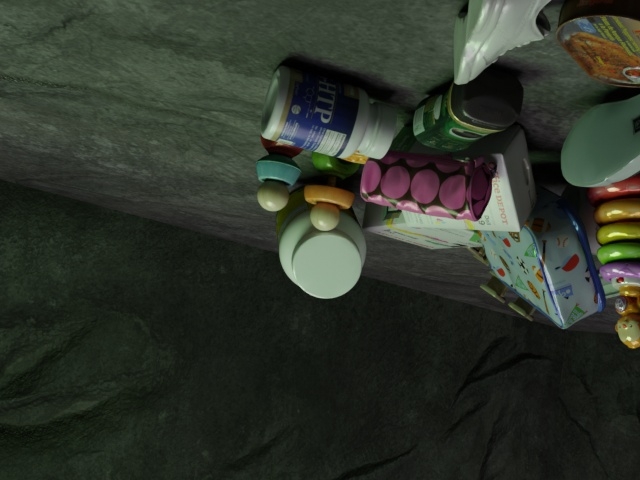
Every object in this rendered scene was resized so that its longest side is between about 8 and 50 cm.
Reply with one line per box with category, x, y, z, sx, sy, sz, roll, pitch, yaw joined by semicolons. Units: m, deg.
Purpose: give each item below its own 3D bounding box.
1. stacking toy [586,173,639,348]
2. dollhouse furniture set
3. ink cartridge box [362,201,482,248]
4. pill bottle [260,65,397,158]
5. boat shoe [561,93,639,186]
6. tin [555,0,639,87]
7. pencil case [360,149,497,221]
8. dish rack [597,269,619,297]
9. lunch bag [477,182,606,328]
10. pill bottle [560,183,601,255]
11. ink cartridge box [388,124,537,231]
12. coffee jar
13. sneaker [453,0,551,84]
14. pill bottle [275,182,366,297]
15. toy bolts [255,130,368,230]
stacking toy;0.505;0.022;1.322;0.166;0.301;0.175;16;166;-30
dollhouse furniture set;0.445;0.037;1.840;0.242;0.212;0.161;36;-176;31
ink cartridge box;0.245;-0.061;1.725;0.202;0.117;0.278;15;171;-27
pill bottle;0.013;-0.185;1.238;0.187;0.111;0.112;13;171;-15
boat shoe;0.429;-0.141;1.033;0.105;0.113;0.306;8;157;-21
tin;0.330;-0.217;0.900;0.106;0.040;0.190;9;172;39
pencil case;0.159;-0.092;1.269;0.209;0.095;0.098;10;128;34
dish rack;0.668;0.060;1.734;0.286;0.072;0.333;-17;173;-27
lunch bag;0.380;0.015;1.477;0.115;0.243;0.303;-28;-157;-3
pill bottle;0.558;-0.028;1.509;0.229;0.131;0.131;12;171;-5
ink cartridge box;0.230;-0.103;1.349;0.213;0.093;0.154;3;130;33
coffee jar;0.203;-0.180;1.144;0.096;0.079;0.184;12;172;-13
sneaker;0.199;-0.227;0.898;0.094;0.080;0.212;-1;170;-2
pill bottle;0.000;0.000;1.811;0.188;0.187;0.334;12;-163;-10
toy bolts;-0.008;-0.115;1.555;0.229;0.158;0.218;15;170;-27
